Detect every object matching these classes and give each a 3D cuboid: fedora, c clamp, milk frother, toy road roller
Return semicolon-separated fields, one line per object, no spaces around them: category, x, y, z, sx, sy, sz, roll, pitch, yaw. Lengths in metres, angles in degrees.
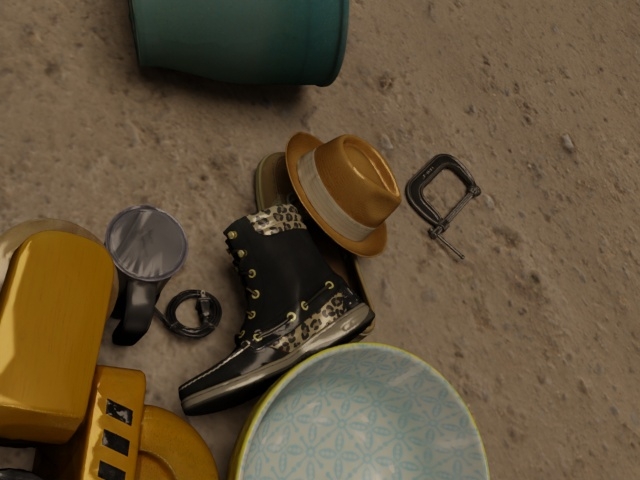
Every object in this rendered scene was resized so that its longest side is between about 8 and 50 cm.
fedora;0.042;-0.073;0.839;0.194;0.079;0.194;36;35;-31
c clamp;0.202;-0.063;1.033;0.137;0.022;0.160;39;57;1
milk frother;-0.169;0.043;0.722;0.143;0.135;0.129;-10;72;-30
toy road roller;-0.220;0.167;0.607;0.241;0.202;0.329;17;65;-33

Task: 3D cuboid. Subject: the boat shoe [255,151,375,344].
boat shoe;0.000;0.000;0.855;0.105;0.089;0.285;-15;75;-32

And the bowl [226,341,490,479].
bowl;0.020;0.262;0.693;0.290;0.156;0.289;9;69;-25

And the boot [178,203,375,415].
boot;-0.077;0.072;0.732;0.236;0.085;0.178;-25;73;-24

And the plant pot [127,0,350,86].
plant pot;-0.124;-0.328;0.861;0.255;0.271;0.271;-9;71;-15
